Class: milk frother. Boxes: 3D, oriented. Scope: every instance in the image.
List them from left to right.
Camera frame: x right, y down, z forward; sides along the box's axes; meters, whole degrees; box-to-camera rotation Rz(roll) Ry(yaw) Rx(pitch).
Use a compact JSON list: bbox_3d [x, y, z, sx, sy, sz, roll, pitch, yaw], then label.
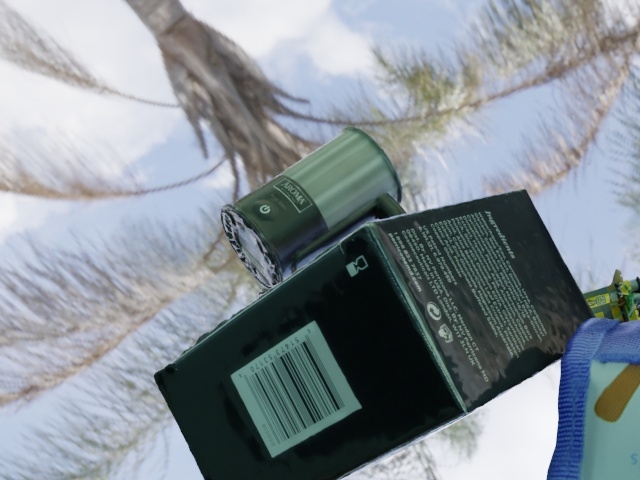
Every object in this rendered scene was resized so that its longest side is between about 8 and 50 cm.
[{"bbox_3d":[0.000,0.000,0.892,0.134,0.143,0.129,-34,-101,-21],"label":"milk frother"}]

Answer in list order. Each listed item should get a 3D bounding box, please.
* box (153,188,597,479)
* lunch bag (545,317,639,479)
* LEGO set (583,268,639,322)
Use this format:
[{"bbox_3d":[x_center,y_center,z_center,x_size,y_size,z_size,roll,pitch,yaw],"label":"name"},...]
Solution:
[{"bbox_3d":[0.033,0.056,0.521,0.156,0.158,0.093,-35,-102,35],"label":"box"},{"bbox_3d":[0.280,0.211,0.422,0.328,0.385,0.239,-4,-167,34],"label":"lunch bag"},{"bbox_3d":[0.365,0.144,0.956,0.192,0.331,0.255,-20,-119,20],"label":"LEGO set"}]
